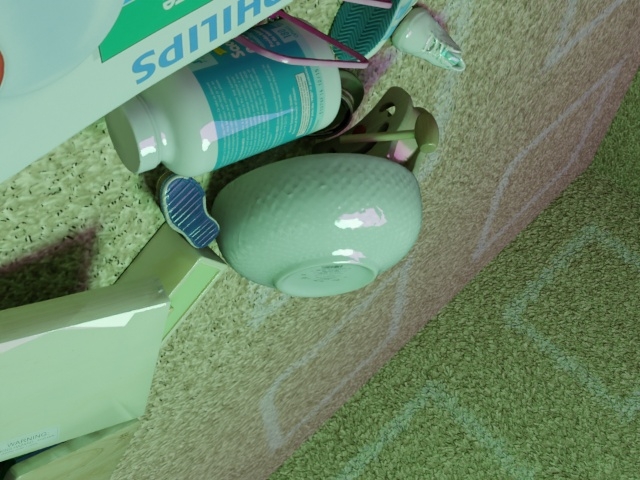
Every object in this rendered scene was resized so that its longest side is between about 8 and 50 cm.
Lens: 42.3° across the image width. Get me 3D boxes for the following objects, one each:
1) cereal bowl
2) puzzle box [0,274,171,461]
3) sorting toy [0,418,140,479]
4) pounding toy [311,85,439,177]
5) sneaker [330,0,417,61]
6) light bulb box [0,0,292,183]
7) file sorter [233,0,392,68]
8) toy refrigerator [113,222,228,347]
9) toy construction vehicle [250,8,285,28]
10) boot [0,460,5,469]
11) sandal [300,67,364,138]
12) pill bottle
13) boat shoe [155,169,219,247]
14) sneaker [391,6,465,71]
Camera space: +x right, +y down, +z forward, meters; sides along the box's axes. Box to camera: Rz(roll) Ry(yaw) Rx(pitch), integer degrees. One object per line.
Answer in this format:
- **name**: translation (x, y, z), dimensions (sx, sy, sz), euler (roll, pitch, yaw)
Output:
- **cereal bowl**: translation (0.000, 0.000, 1.310), dimensions (0.338, 0.141, 0.339), euler (-6, 159, -2)
- **puzzle box**: translation (-0.404, 0.189, 1.045), dimensions (0.408, 0.052, 0.272), euler (-12, 143, -33)
- **sorting toy**: translation (-0.468, 0.402, 1.398), dimensions (0.257, 0.089, 0.255), euler (-16, 143, -56)
- **pounding toy**: translation (0.081, -0.177, 1.341), dimensions (0.155, 0.269, 0.154), euler (34, 54, -36)
- **sneaker**: translation (0.102, -0.353, 1.208), dimensions (0.229, 0.087, 0.092), euler (-54, 161, 19)
- **light bulb box**: translation (-0.211, -0.265, 0.527), dimensions (0.358, 0.225, 0.361), euler (-39, 157, -24)
- **file sorter**: translation (-0.005, -0.337, 0.821), dimensions (0.202, 0.182, 0.291), euler (-16, 134, -55)
- **toy refrigerator**: translation (-0.270, 0.111, 1.272), dimensions (0.269, 0.094, 0.102), euler (-49, 160, 4)
- **toy construction vehicle**: translation (-0.073, -0.259, 1.090), dimensions (0.086, 0.035, 0.098), euler (-37, 157, -28)
- **boot**: translation (-0.495, 0.446, 1.174), dimensions (0.348, 0.260, 0.131), euler (-54, 159, 15)
- **sandal**: translation (-0.003, -0.195, 1.255), dimensions (0.120, 0.086, 0.303), euler (-56, 167, 22)
- **pill bottle**: translation (-0.116, -0.165, 0.983), dimensions (0.264, 0.146, 0.146), euler (-25, 151, -28)
- **boat shoe**: translation (-0.200, -0.050, 1.162), dimensions (0.066, 0.066, 0.183), euler (-43, 157, -14)
- **sneaker**: translation (0.198, -0.335, 1.421), dimensions (0.080, 0.094, 0.212), euler (-54, 159, 19)
